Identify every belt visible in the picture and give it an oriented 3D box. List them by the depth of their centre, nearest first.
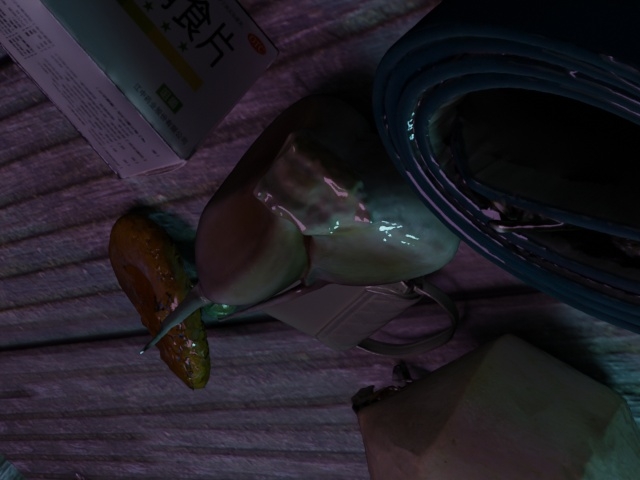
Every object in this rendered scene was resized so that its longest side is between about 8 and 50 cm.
[{"bbox_3d":[0.246,-0.076,1.232,0.437,0.173,0.300,20,145,34],"label":"belt"}]

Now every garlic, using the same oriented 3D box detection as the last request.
[{"bbox_3d":[0.000,0.000,1.596,0.231,0.245,0.340,33,135,-9],"label":"garlic"}]

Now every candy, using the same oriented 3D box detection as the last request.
[{"bbox_3d":[-0.106,0.048,2.026,0.061,0.061,0.202,43,145,-7],"label":"candy"}]

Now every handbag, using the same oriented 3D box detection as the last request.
[{"bbox_3d":[0.048,0.064,1.823,0.219,0.079,0.256,31,155,-8],"label":"handbag"}]

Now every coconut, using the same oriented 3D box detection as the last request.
[{"bbox_3d":[0.184,0.257,1.695,0.329,0.329,0.328,30,152,18],"label":"coconut"}]

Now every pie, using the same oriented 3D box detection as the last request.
[{"bbox_3d":[-0.213,0.084,2.125,0.273,0.069,0.273,55,164,25],"label":"pie"}]

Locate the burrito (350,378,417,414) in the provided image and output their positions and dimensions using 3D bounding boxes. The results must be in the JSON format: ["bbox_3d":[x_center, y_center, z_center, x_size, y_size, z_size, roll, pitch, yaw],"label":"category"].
[{"bbox_3d":[0.204,0.293,1.943,0.175,0.107,0.347,-19,121,42],"label":"burrito"}]

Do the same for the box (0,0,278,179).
[{"bbox_3d":[-0.224,-0.241,1.575,0.333,0.173,0.145,49,150,-19],"label":"box"}]

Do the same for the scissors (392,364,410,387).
[{"bbox_3d":[0.114,0.246,2.071,0.109,0.022,0.300,22,148,24],"label":"scissors"}]
